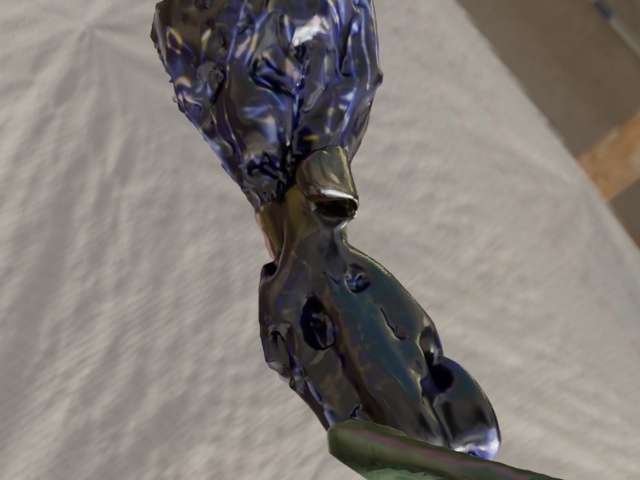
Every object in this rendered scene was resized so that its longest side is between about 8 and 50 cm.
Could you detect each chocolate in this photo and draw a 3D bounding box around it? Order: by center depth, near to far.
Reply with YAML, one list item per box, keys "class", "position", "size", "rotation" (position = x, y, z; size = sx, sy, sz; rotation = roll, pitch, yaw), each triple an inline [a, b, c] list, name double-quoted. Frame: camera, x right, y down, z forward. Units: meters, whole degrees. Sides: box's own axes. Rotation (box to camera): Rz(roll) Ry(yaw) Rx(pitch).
- class: "chocolate"
  position: [0.004, 0.003, 0.839]
  size: [0.126, 0.148, 0.343]
  rotation: [-15, -106, -3]

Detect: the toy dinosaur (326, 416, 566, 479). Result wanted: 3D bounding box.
- class: "toy dinosaur"
  position: [0.205, 0.090, 0.290]
  size: [0.301, 0.447, 0.087]
  rotation: [34, -110, -14]
